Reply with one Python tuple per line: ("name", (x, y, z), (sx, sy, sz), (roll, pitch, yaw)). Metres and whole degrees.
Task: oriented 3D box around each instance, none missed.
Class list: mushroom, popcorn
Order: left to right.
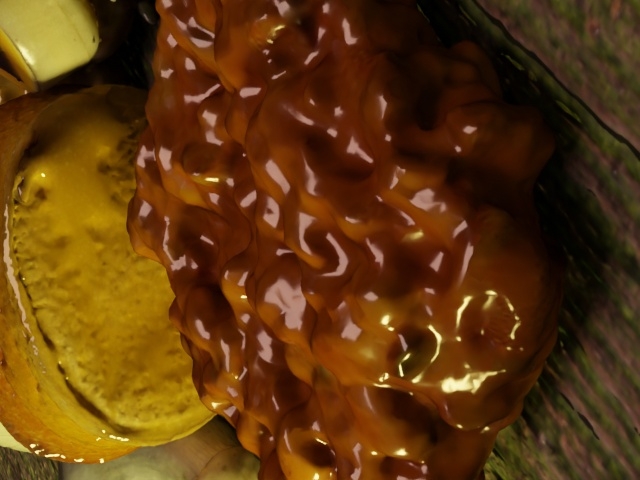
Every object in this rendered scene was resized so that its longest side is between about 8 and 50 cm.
("popcorn", (-0.219, -0.149, 1.054), (0.163, 0.140, 0.194), (49, 140, 33))
("mushroom", (-0.134, 0.174, 1.078), (0.270, 0.103, 0.118), (-25, 79, 56))

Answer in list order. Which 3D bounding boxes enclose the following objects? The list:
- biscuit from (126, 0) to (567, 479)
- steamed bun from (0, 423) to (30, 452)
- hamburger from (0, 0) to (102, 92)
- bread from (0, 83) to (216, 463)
("biscuit", (0.000, 0.000, 0.739), (0.318, 0.110, 0.312), (53, 143, 37))
("steamed bun", (-0.265, 0.070, 1.177), (0.250, 0.200, 0.155), (122, 159, -52))
("hamburger", (-0.204, -0.164, 0.905), (0.141, 0.081, 0.126), (23, 154, 47))
("bread", (-0.156, 0.022, 0.952), (0.143, 0.195, 0.269), (-10, 94, 53))
